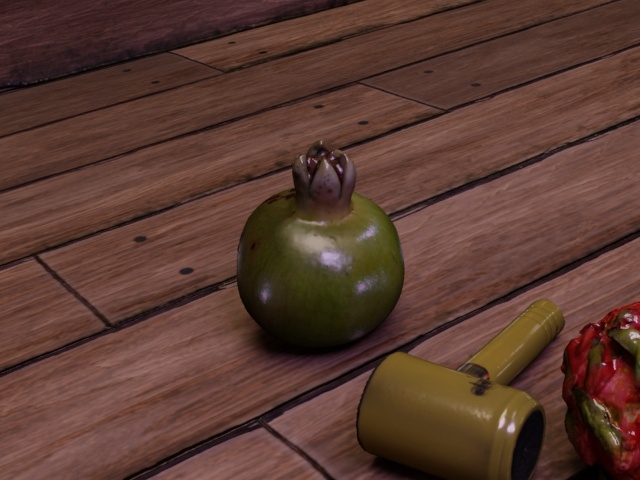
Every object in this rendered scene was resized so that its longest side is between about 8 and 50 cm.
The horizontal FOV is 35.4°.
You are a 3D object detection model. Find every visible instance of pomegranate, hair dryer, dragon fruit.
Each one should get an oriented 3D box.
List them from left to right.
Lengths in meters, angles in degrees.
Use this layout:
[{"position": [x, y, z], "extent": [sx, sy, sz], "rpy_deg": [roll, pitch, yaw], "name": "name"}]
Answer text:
[{"position": [0.004, 0.014, 1.010], "extent": [0.179, 0.210, 0.179], "rpy_deg": [5, 63, -10], "name": "pomegranate"}, {"position": [0.162, 0.121, 0.896], "extent": [0.135, 0.090, 0.279], "rpy_deg": [12, 25, 33], "name": "hair dryer"}, {"position": [0.272, 0.132, 0.760], "extent": [0.160, 0.166, 0.172], "rpy_deg": [22, 40, -44], "name": "dragon fruit"}]
